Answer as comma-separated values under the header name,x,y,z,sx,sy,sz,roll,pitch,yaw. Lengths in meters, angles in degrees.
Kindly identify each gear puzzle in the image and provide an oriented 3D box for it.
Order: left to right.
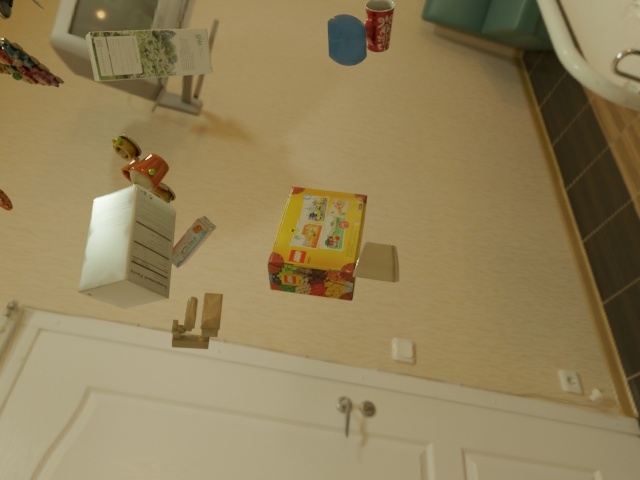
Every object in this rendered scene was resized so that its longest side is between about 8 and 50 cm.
name,x,y,z,sx,sy,sz,roll,pitch,yaw
gear puzzle,-0.900,-0.507,1.418,0.175,0.339,0.044,44,-112,-52

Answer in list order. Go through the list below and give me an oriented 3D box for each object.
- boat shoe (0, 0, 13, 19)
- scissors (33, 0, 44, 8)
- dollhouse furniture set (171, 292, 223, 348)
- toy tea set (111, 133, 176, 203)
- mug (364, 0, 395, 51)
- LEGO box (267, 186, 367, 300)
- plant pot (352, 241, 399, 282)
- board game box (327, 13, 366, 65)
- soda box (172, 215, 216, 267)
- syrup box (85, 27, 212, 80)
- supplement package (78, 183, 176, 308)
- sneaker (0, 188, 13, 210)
name,x,y,z,sx,sy,sz,roll,pitch,yaw
boat shoe,-0.899,-0.694,1.390,0.056,0.049,0.152,51,-163,-72
scissors,-1.054,-0.906,1.635,0.021,0.297,0.109,-35,41,24
dollhouse furniture set,-0.391,0.254,1.554,0.151,0.144,0.123,110,162,-51
toy tea set,-0.585,-0.177,1.591,0.124,0.200,0.336,-56,-11,-29
mug,0.211,-0.825,1.902,0.113,0.150,0.169,52,159,34
LEGO box,0.000,0.000,2.246,0.193,0.373,0.500,90,-170,-48
plant pot,0.154,0.055,1.297,0.109,0.109,0.096,9,-92,-74
board game box,0.084,-0.658,1.625,0.033,0.133,0.168,-175,82,-74
soda box,-0.426,0.006,1.617,0.183,0.058,0.063,-46,1,18
syrup box,-0.358,-0.394,1.041,0.096,0.237,0.093,29,128,57
supplement package,-0.329,0.013,0.850,0.105,0.105,0.179,43,-142,-56
sneaker,-1.165,-0.159,1.720,0.175,0.067,0.064,51,-171,-47
